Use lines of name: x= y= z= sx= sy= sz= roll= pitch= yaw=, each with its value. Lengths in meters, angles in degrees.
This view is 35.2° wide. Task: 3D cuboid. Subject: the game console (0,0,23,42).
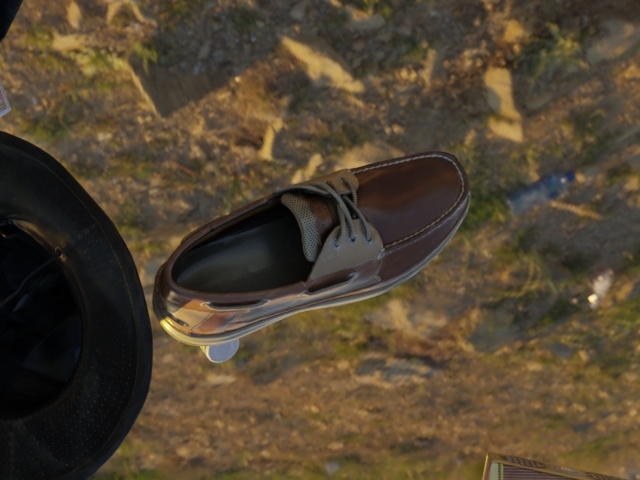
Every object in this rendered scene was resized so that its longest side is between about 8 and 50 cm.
game console: x=-0.664 y=-0.404 z=1.597 sx=0.361 sy=0.044 sz=0.213 roll=23 pitch=110 yaw=-40

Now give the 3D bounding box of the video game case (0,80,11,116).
video game case: x=-0.628 y=-0.238 z=1.848 sx=0.122 sy=0.087 sz=0.011 roll=-32 pitch=148 yaw=5

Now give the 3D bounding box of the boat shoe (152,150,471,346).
boat shoe: x=0.000 y=0.000 z=0.927 sx=0.324 sy=0.123 sz=0.116 roll=-27 pitch=164 yaw=-12

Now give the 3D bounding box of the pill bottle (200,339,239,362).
pill bottle: x=-0.200 y=0.163 z=1.830 sx=0.065 sy=0.116 sz=0.065 roll=-19 pitch=131 yaw=-24

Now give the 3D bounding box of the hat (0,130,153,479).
hat: x=-0.282 y=0.066 z=0.926 sx=0.331 sy=0.331 sz=0.134 roll=-32 pitch=175 yaw=12

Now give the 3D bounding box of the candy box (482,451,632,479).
candy box: x=0.296 y=0.319 z=0.932 sx=0.316 sy=0.183 sz=0.087 roll=10 pitch=175 yaw=10
